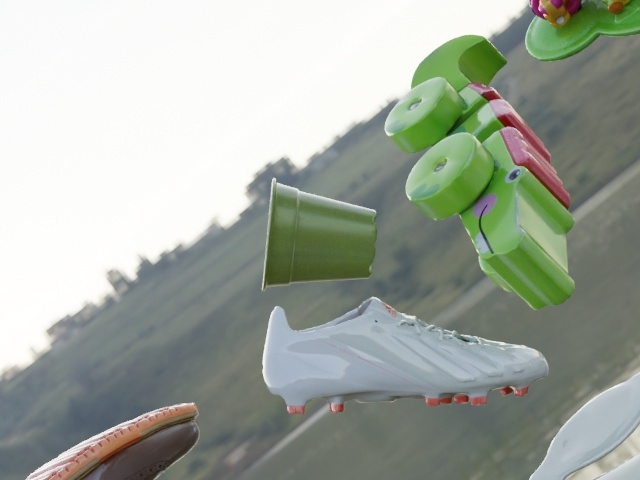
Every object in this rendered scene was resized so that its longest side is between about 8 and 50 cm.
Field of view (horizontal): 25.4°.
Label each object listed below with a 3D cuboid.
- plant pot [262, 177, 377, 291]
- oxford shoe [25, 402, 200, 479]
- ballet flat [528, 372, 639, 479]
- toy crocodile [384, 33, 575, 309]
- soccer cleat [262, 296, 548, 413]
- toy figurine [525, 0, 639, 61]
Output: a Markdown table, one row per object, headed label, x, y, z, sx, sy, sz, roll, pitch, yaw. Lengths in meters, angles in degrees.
| label | x | y | z | sx | sy | sz | roll | pitch | yaw |
| --- | --- | --- | --- | --- | --- | --- | --- | --- | --- |
| plant pot | 0.000 | 0.000 | 1.042 | 0.079 | 0.083 | 0.083 | 6 | -10 | -3 |
| oxford shoe | -0.240 | 0.281 | 1.348 | 0.363 | 0.133 | 0.130 | -34 | 2 | -34 |
| ballet flat | 0.320 | 0.185 | 1.197 | 0.482 | 0.182 | 0.164 | -22 | 9 | -28 |
| toy crocodile | 0.130 | -0.058 | 1.087 | 0.105 | 0.115 | 0.340 | -41 | 22 | 14 |
| soccer cleat | 0.059 | 0.075 | 0.961 | 0.196 | 0.076 | 0.068 | -2 | -5 | -8 |
| toy figurine | 0.178 | -0.230 | 0.987 | 0.173 | 0.159 | 0.130 | -32 | 36 | 19 |
